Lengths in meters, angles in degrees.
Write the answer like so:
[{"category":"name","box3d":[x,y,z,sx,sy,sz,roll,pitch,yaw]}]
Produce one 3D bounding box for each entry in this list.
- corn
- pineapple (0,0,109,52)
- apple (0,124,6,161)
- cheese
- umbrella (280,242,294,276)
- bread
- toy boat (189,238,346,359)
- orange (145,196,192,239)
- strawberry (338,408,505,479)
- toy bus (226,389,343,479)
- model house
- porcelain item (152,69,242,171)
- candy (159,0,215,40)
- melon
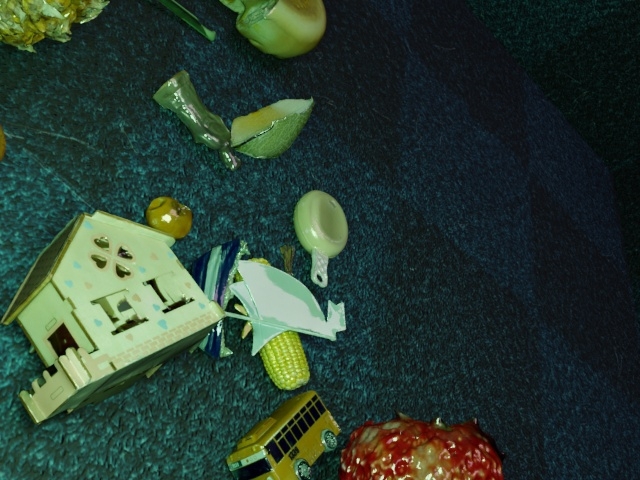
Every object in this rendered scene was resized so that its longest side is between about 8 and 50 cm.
[{"category":"corn","box3d":[-0.088,0.151,1.454,0.081,0.081,0.248,-3,67,-52]},{"category":"pineapple","box3d":[-0.456,-0.469,1.227,0.352,0.352,0.300,42,39,-23]},{"category":"apple","box3d":[-0.505,-0.136,1.103,0.146,0.146,0.146,31,43,-35]},{"category":"cheese","box3d":[0.000,0.000,1.694,0.137,0.064,0.227,31,44,-32]},{"category":"umbrella","box3d":[-0.065,0.039,1.624,0.031,0.020,0.083,25,52,-38]},{"category":"bread","box3d":[-0.129,-0.571,1.871,0.333,0.160,0.333,32,44,-37]},{"category":"toy boat","box3d":[-0.086,0.113,1.392,0.291,0.067,0.221,12,65,-14]},{"category":"orange","box3d":[-0.259,-0.038,1.399,0.086,0.062,0.086,28,48,-36]},{"category":"strawberry","box3d":[0.159,0.448,1.361,0.292,0.291,0.310,48,35,-15]},{"category":"toy bus","box3d":[-0.060,0.342,1.332,0.114,0.098,0.201,58,34,-1]},{"category":"model house","box3d":[-0.323,0.092,1.150,0.244,0.169,0.326,56,32,7]},{"category":"porcelain item","box3d":[-0.227,-0.226,1.570,0.216,0.069,0.081,50,32,-12]},{"category":"candy","box3d":[-0.368,-0.523,1.613,0.440,0.119,0.119,33,42,-46]},{"category":"melon","box3d":[-0.099,-0.234,1.715,0.093,0.202,0.139,59,-5,34]}]
